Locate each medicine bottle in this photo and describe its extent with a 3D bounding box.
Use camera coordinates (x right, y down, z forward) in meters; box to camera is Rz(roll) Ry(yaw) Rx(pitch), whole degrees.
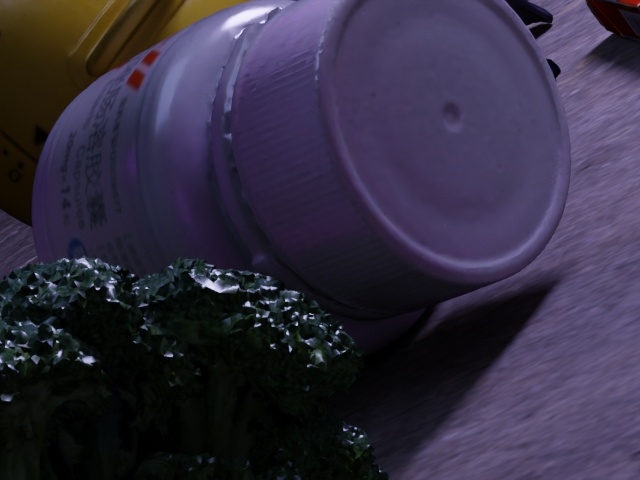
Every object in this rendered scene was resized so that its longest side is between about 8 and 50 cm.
[{"bbox_3d":[-0.017,-0.038,1.242,0.325,0.256,0.256,-20,21,51],"label":"medicine bottle"}]

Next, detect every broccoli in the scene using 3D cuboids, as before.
[{"bbox_3d":[-0.109,0.145,0.915,0.308,0.308,0.275,-33,38,16],"label":"broccoli"}]

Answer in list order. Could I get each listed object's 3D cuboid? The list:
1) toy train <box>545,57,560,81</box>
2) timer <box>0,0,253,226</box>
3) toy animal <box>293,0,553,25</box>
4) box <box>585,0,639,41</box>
[{"bbox_3d":[0.115,-0.084,1.437,0.136,0.091,0.227,-5,31,47],"label":"toy train"},{"bbox_3d":[-0.180,-0.193,1.720,0.387,0.376,0.376,-51,1,39],"label":"timer"},{"bbox_3d":[0.082,-0.204,1.727,0.298,0.185,0.122,-22,1,-28],"label":"toy animal"},{"bbox_3d":[0.288,-0.211,1.506,0.112,0.048,0.175,-38,13,3],"label":"box"}]
